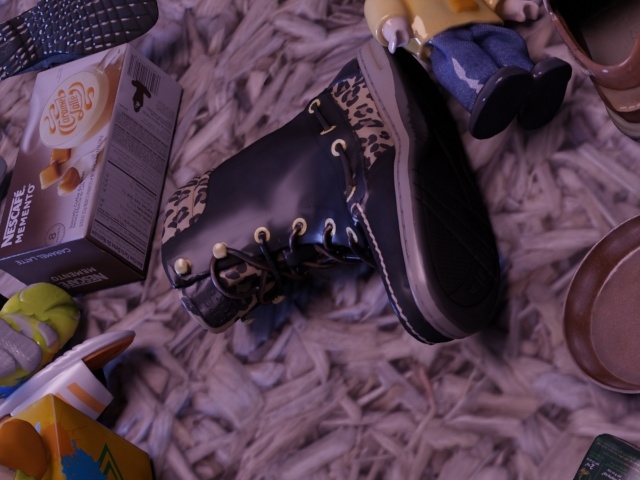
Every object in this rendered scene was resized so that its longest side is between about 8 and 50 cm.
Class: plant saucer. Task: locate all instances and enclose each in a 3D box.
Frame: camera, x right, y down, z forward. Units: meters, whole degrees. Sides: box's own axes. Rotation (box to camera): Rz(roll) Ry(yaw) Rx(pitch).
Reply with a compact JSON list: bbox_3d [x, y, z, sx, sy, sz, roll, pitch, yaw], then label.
[{"bbox_3d":[0.275,0.051,1.479,0.168,0.029,0.168,-21,51,29],"label":"plant saucer"}]

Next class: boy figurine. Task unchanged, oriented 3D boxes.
[{"bbox_3d":[0.121,-0.218,1.704,0.285,0.177,0.092,58,145,33],"label":"boy figurine"}]

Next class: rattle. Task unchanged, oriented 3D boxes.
[{"bbox_3d":[-0.310,0.266,1.580,0.143,0.130,0.199,45,118,56],"label":"rattle"}]

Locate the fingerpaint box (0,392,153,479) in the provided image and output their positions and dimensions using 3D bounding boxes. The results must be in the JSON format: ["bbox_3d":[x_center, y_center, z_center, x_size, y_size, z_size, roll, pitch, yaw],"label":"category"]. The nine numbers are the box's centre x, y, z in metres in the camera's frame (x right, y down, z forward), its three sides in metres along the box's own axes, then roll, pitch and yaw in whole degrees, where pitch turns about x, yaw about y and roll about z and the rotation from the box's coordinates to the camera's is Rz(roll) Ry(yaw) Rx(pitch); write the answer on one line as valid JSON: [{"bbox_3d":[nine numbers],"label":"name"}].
[{"bbox_3d":[-0.345,0.414,1.675,0.445,0.163,0.371,-32,46,18],"label":"fingerpaint box"}]

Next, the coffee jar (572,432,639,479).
[{"bbox_3d":[0.205,0.244,1.370,0.096,0.079,0.184,28,82,44],"label":"coffee jar"}]

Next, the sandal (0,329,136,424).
[{"bbox_3d":[-0.281,0.184,1.832,0.265,0.102,0.076,-36,81,5],"label":"sandal"}]

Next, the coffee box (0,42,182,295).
[{"bbox_3d":[-0.250,-0.073,1.974,0.141,0.098,0.246,-13,54,35],"label":"coffee box"}]

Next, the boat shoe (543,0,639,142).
[{"bbox_3d":[0.252,-0.231,1.626,0.123,0.116,0.324,-36,44,17],"label":"boat shoe"}]

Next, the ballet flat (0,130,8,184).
[{"bbox_3d":[-0.409,-0.096,2.155,0.077,0.077,0.231,-23,45,6],"label":"ballet flat"}]

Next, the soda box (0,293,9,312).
[{"bbox_3d":[-0.385,0.136,1.983,0.060,0.053,0.169,-7,59,38],"label":"soda box"}]

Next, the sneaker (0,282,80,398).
[{"bbox_3d":[-0.331,0.129,1.859,0.091,0.240,0.126,40,114,9],"label":"sneaker"}]

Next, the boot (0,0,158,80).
[{"bbox_3d":[-0.282,-0.249,2.099,0.246,0.083,0.161,-16,8,17],"label":"boot"}]

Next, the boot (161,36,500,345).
[{"bbox_3d":[0.000,0.000,1.674,0.284,0.138,0.377,-32,42,19],"label":"boot"}]
